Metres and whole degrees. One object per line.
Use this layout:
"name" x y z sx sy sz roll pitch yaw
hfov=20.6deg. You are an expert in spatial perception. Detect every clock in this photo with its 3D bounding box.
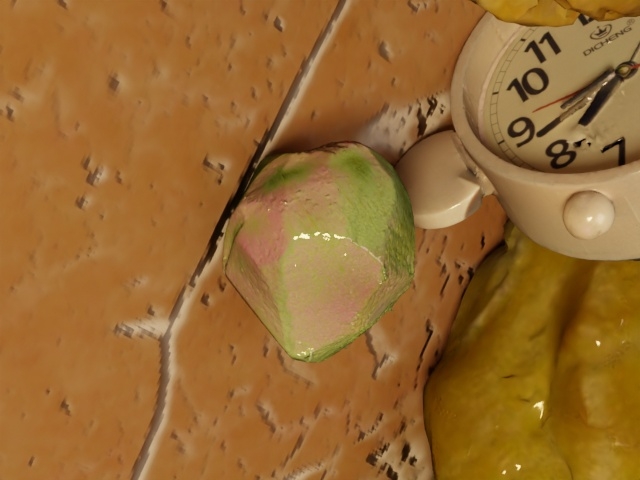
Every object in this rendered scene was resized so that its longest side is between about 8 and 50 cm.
"clock" 0.137 -0.062 0.753 0.229 0.156 0.063 -32 132 7

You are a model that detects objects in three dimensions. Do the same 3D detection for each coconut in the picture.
"coconut" 0.000 0.000 0.699 0.082 0.081 0.083 -41 157 19

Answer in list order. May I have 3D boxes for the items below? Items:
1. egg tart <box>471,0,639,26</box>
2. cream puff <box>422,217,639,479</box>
"egg tart" 0.075 -0.300 0.594 0.443 0.178 0.443 -15 112 -42
"cream puff" 0.217 0.109 0.829 0.324 0.257 0.291 -35 130 -32
